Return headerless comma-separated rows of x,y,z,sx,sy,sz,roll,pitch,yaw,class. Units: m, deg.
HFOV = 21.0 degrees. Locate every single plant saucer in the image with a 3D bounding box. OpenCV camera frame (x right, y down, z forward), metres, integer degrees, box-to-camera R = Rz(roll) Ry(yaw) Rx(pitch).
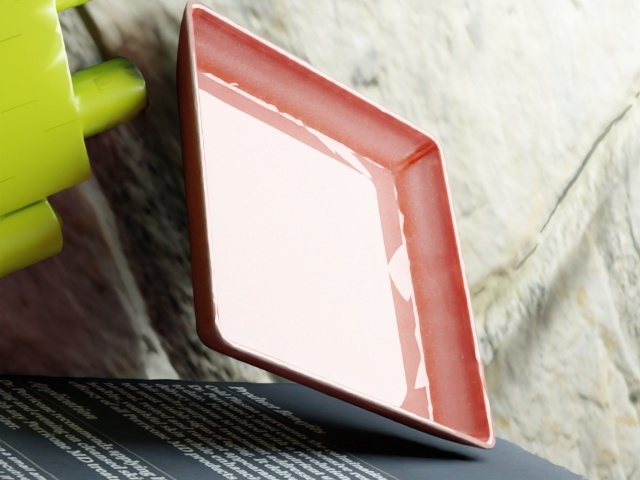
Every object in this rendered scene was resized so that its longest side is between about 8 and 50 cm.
0.000,0.000,1.136,0.259,0.047,0.258,26,45,-41,plant saucer

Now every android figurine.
-0.228,-0.086,1.004,0.273,0.056,0.248,-24,118,-33,android figurine

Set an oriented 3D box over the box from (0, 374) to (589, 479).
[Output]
-0.098,0.349,1.090,0.471,0.297,0.480,6,100,-39,box
